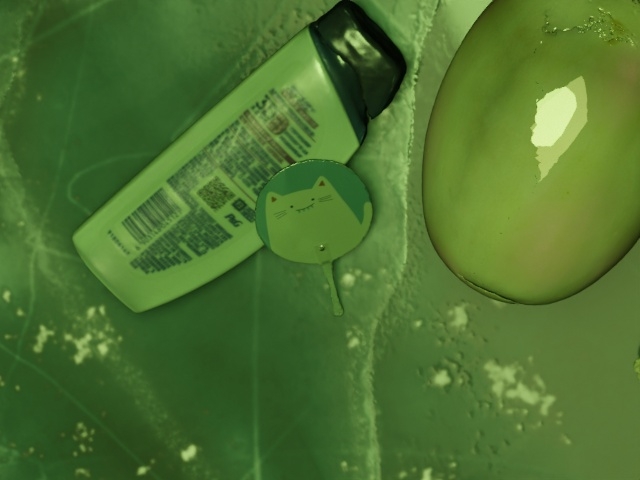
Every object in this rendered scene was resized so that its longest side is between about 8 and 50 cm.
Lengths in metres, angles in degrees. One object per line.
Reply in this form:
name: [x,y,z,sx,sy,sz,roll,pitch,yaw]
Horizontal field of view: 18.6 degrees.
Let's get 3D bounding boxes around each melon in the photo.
melon: [0.210,-0.097,1.731,0.223,0.223,0.317,27,104,8]

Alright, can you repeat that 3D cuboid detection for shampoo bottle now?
shampoo bottle: [-0.068,-0.071,1.875,0.359,0.078,0.134,-40,99,15]

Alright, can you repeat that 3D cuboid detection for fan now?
fan: [0.000,0.000,1.873,0.113,0.005,0.175,-14,119,0]

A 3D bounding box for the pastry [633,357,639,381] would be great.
pastry: [0.391,0.191,1.809,0.121,0.089,0.258,-27,89,28]
